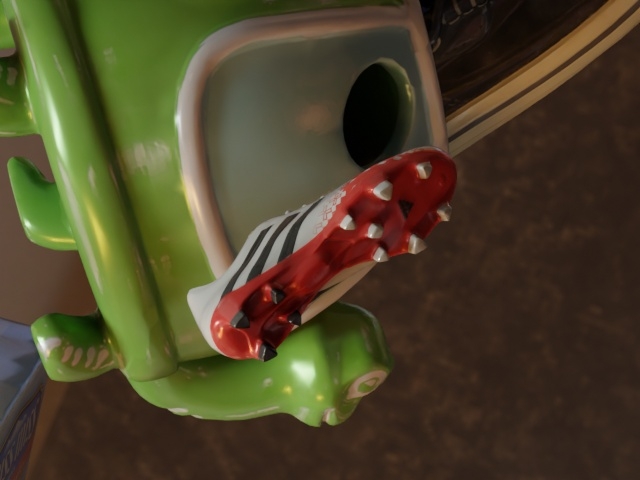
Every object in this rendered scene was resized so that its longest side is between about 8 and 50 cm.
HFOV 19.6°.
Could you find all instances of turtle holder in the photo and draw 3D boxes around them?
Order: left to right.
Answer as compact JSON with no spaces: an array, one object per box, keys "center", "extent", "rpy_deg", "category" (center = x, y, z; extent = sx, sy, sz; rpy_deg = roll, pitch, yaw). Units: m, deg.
[{"center":[-0.050,-0.038,0.954],"extent":[0.243,0.227,0.320],"rpy_deg":[-156,49,-83],"category":"turtle holder"}]

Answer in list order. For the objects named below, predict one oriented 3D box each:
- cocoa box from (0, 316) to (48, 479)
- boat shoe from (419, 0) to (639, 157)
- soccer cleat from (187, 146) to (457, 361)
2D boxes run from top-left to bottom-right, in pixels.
[{"center":[-0.334,0.185,1.204],"extent":[0.347,0.231,0.228],"rpy_deg":[-74,0,-72],"category":"cocoa box"},{"center":[0.065,-0.166,1.126],"extent":[0.500,0.156,0.187],"rpy_deg":[-39,34,12],"category":"boat shoe"},{"center":[0.000,0.000,0.502],"extent":[0.083,0.035,0.029],"rpy_deg":[-40,-56,-11],"category":"soccer cleat"}]
